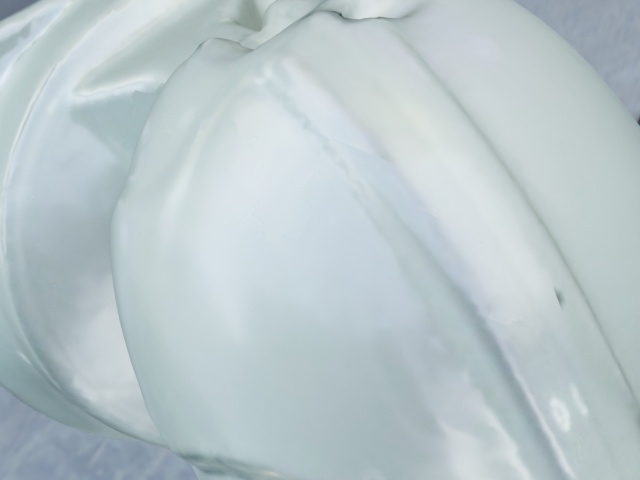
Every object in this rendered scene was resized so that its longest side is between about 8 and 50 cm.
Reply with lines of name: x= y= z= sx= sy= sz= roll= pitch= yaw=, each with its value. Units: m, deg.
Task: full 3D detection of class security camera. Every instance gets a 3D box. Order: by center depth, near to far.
security camera: x=0.000 y=0.000 z=0.527 sx=0.277 sy=0.197 sz=0.191 roll=25 pitch=144 yaw=60
